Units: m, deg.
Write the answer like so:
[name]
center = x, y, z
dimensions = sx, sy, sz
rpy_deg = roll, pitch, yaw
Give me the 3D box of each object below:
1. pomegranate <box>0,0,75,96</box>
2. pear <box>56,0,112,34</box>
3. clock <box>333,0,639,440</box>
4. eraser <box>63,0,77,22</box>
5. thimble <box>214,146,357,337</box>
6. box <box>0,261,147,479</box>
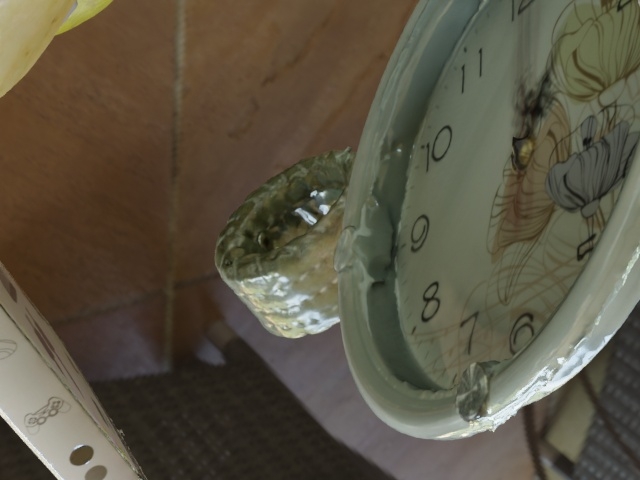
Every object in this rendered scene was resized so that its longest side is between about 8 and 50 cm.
[pomegranate]
center = -0.273, -0.215, 0.777
dimensions = 0.342, 0.342, 0.343
rpy_deg = -22, 130, -28
[pear]
center = -0.343, -0.382, 1.469
dimensions = 0.362, 0.418, 0.363
rpy_deg = -5, 97, -54
[clock]
center = 0.080, -0.033, 0.545
dimensions = 0.053, 0.236, 0.236
rpy_deg = 19, 107, -21
[eraser]
center = -0.266, -0.102, 0.974
dimensions = 0.061, 0.089, 0.352
rpy_deg = 40, 85, -4
[thimble]
center = 0.000, 0.000, 0.764
dimensions = 0.110, 0.084, 0.062
rpy_deg = -31, 125, 14
[box]
center = -0.151, 0.017, 0.585
dimensions = 0.033, 0.129, 0.247
rpy_deg = -34, 136, -7
